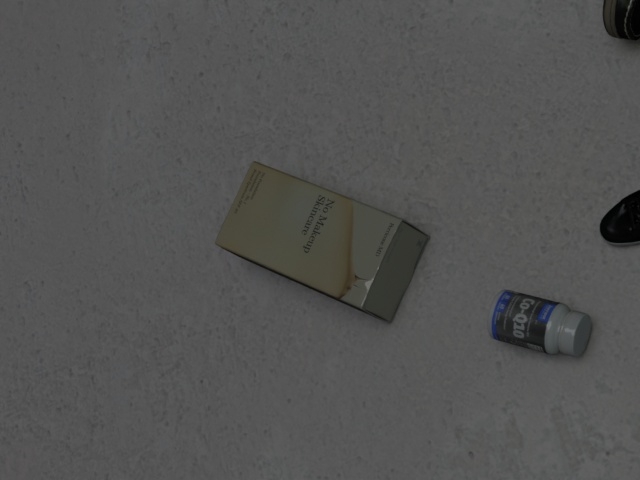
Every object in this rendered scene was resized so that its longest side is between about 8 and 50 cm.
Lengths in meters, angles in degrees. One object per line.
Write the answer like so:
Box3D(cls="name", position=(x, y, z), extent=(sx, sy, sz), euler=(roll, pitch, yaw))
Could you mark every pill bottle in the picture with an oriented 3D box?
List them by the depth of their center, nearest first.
Box3D(cls="pill bottle", position=(0.322, 0.124, 1.996), extent=(0.137, 0.078, 0.078), euler=(13, 82, 32))

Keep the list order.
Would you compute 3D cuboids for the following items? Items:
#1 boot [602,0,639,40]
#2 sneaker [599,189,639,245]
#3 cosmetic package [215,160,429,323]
Box3D(cls="boot", position=(0.613, -0.419, 1.975), extent=(0.284, 0.138, 0.377), euler=(34, 87, 32))
Box3D(cls="sneaker", position=(0.486, -0.066, 1.938), extent=(0.216, 0.121, 0.079), euler=(-23, 64, 21))
Box3D(cls="cosmetic package", position=(0.000, 0.000, 2.196), extent=(0.309, 0.113, 0.160), euler=(21, 86, 33))
